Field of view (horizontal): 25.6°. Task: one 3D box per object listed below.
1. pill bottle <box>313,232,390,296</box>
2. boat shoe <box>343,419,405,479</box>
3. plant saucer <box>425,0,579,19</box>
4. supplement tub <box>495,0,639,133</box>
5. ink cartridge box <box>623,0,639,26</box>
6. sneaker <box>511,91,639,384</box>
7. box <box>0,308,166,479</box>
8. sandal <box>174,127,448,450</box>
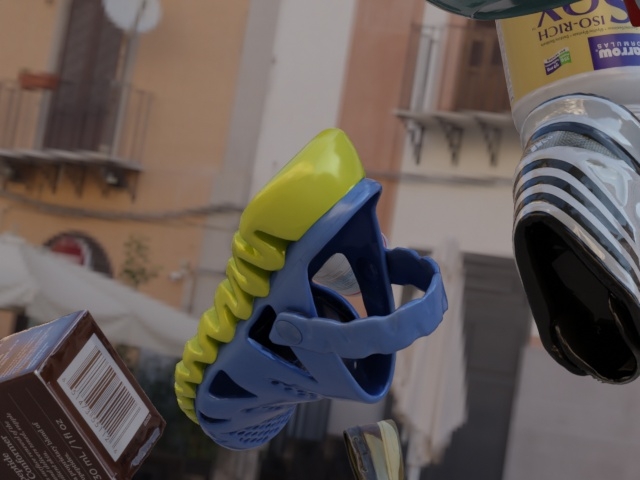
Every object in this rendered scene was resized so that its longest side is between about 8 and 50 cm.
[{"bbox_3d":[0.000,0.000,1.591,0.087,0.087,0.160,3,-19,44],"label":"pill bottle"},{"bbox_3d":[0.065,0.318,1.648,0.073,0.223,0.080,-4,-30,-2],"label":"boat shoe"},{"bbox_3d":[0.161,-0.198,1.063,0.195,0.037,0.195,-11,-1,0],"label":"plant saucer"},{"bbox_3d":[0.387,-0.277,2.072,0.241,0.331,0.241,-8,-14,-2],"label":"supplement tub"},{"bbox_3d":[0.367,-0.281,1.065,0.309,0.130,0.272,10,-26,33],"label":"ink cartridge box"},{"bbox_3d":[0.332,0.088,1.381,0.447,0.257,0.169,42,-45,-19],"label":"sneaker"},{"bbox_3d":[-0.407,0.237,1.754,0.381,0.191,0.143,-19,23,32],"label":"box"},{"bbox_3d":[-0.008,0.070,0.977,0.138,0.126,0.317,40,-34,11],"label":"sandal"}]
